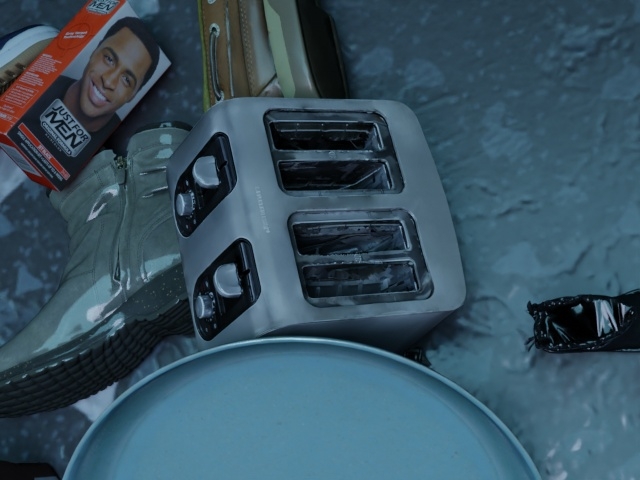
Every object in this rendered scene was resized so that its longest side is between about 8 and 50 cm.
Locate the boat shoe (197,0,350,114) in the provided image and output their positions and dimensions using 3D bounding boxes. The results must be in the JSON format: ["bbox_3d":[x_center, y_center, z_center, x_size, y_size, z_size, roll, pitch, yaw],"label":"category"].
[{"bbox_3d":[-0.061,-0.216,0.799,0.104,0.111,0.307,-17,68,22],"label":"boat shoe"}]

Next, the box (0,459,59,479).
[{"bbox_3d":[-0.267,0.275,0.713,0.203,0.168,0.167,-33,74,4],"label":"box"}]

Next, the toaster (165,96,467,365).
[{"bbox_3d":[0.000,0.000,0.714,0.185,0.110,0.168,-2,67,-26],"label":"toaster"}]

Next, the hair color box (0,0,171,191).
[{"bbox_3d":[-0.187,-0.115,0.802,0.043,0.072,0.141,20,66,39],"label":"hair color box"}]

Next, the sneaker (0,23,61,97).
[{"bbox_3d":[-0.345,-0.120,0.844,0.282,0.099,0.153,-36,76,5],"label":"sneaker"}]

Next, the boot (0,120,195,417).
[{"bbox_3d":[-0.180,0.022,0.805,0.246,0.083,0.161,-29,64,3],"label":"boot"}]

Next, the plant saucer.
[{"bbox_3d":[-0.010,0.194,0.673,0.317,0.044,0.317,2,113,4],"label":"plant saucer"}]

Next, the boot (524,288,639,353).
[{"bbox_3d":[0.196,0.053,0.699,0.121,0.099,0.045,-9,79,10],"label":"boot"}]
